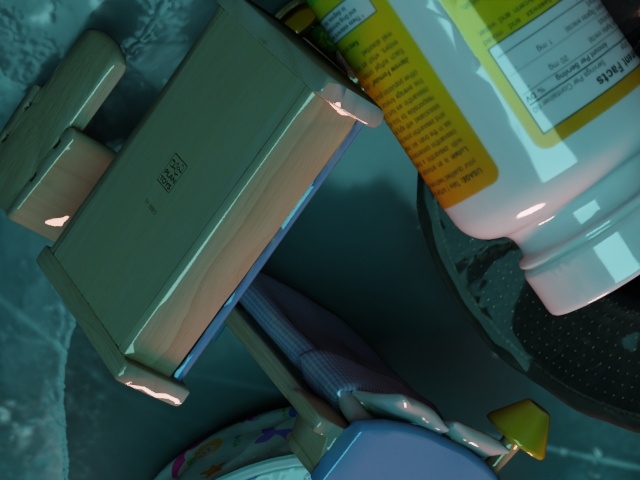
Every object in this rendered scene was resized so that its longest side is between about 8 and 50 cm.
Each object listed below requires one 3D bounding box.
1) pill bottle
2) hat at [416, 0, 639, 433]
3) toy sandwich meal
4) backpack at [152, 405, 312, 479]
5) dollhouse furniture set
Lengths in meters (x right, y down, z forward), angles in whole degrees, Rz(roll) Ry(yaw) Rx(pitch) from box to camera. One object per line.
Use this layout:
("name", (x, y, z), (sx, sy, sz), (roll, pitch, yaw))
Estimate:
("pill bottle", (0.103, -0.087, 1.011), (0.136, 0.136, 0.245), (-33, 92, 12))
("hat", (0.226, -0.054, 1.121), (0.331, 0.134, 0.331), (4, 103, 18))
("toy sandwich meal", (-0.002, -0.116, 1.166), (0.086, 0.029, 0.085), (0, 110, 1))
("backpack", (-0.011, 0.249, 1.222), (0.225, 0.191, 0.253), (-26, 102, 10))
("dollhouse furniture set", (0.000, 0.000, 1.130), (0.303, 0.286, 0.198), (30, 101, -39))
